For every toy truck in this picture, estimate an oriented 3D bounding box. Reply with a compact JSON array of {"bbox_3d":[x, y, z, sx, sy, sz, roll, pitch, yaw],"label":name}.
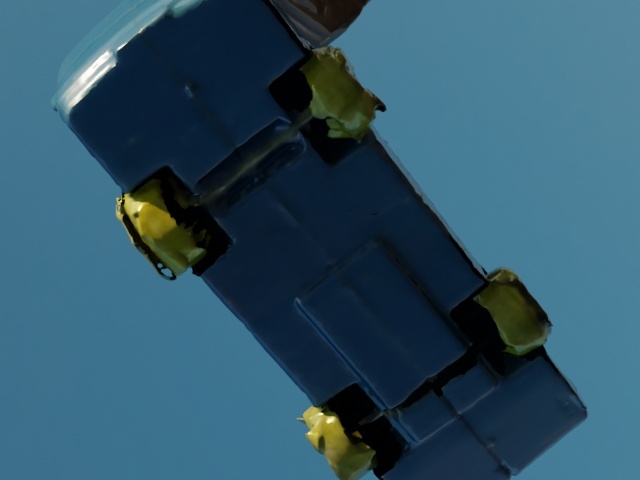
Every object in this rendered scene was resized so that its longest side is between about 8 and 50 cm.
[{"bbox_3d":[0.000,0.000,1.034,0.385,0.161,0.162,50,-175,-29],"label":"toy truck"}]

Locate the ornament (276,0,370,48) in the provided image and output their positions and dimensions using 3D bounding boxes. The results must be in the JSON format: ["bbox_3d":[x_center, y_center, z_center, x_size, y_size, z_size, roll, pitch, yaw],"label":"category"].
[{"bbox_3d":[-0.056,-0.266,1.307,0.217,0.221,0.235,40,-128,-21],"label":"ornament"}]
